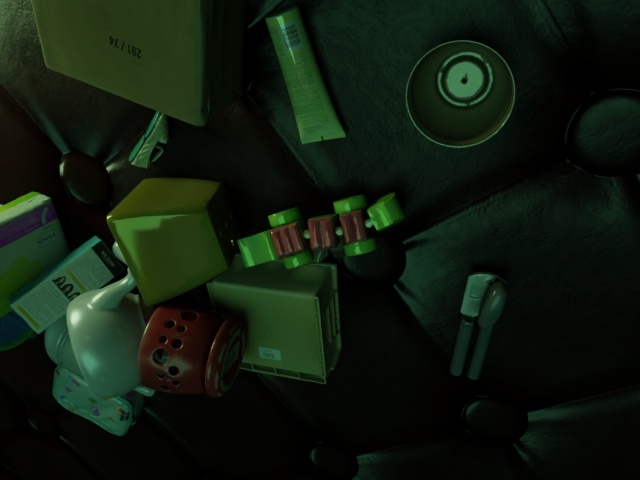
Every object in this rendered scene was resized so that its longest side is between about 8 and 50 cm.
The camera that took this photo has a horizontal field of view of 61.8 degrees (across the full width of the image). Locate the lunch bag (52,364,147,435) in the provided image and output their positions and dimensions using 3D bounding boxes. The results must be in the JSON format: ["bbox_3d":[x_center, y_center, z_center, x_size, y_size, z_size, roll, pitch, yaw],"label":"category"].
[{"bbox_3d":[-0.665,0.466,1.617,0.279,0.108,0.224,31,125,1],"label":"lunch bag"}]

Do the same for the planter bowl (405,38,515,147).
[{"bbox_3d":[0.225,-0.243,0.849,0.161,0.109,0.162,10,122,16],"label":"planter bowl"}]

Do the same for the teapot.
[{"bbox_3d":[-0.424,0.213,1.179,0.256,0.186,0.253,134,117,-73],"label":"teapot"}]

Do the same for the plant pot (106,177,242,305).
[{"bbox_3d":[-0.285,-0.018,1.132,0.187,0.212,0.212,-11,116,11],"label":"plant pot"}]

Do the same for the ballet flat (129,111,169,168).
[{"bbox_3d":[-0.349,-0.214,1.129,0.052,0.057,0.168,24,135,-29],"label":"ballet flat"}]

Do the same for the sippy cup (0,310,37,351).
[{"bbox_3d":[-0.936,0.171,1.484,0.223,0.240,0.306,8,114,30],"label":"sippy cup"}]

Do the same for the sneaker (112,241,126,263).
[{"bbox_3d":[-0.421,0.065,1.290,0.212,0.094,0.080,25,127,6],"label":"sneaker"}]

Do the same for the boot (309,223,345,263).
[{"bbox_3d":[0.000,0.000,1.128,0.118,0.042,0.087,-12,108,25],"label":"boot"}]

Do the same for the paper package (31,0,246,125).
[{"bbox_3d":[-0.295,-0.397,0.888,0.324,0.168,0.310,22,137,7],"label":"paper package"}]

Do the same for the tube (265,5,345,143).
[{"bbox_3d":[-0.031,-0.287,0.956,0.070,0.062,0.240,34,150,56],"label":"tube"}]

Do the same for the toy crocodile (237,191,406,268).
[{"bbox_3d":[-0.002,-0.015,1.039,0.340,0.105,0.115,-12,95,12],"label":"toy crocodile"}]

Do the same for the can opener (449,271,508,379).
[{"bbox_3d":[0.315,0.182,1.090,0.074,0.093,0.281,12,128,13],"label":"can opener"}]

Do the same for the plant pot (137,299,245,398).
[{"bbox_3d":[-0.262,0.236,1.128,0.173,0.191,0.191,13,123,10],"label":"plant pot"}]

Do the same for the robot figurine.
[{"bbox_3d":[-0.562,0.270,1.402,0.353,0.200,0.300,26,139,5],"label":"robot figurine"}]

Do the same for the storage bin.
[{"bbox_3d":[-0.096,0.179,1.220,0.262,0.123,0.261,6,122,17],"label":"storage bin"}]

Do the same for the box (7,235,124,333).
[{"bbox_3d":[-0.611,0.103,1.293,0.060,0.244,0.101,20,144,50],"label":"box"}]

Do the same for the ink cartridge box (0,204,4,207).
[{"bbox_3d":[-0.858,-0.013,1.387,0.176,0.128,0.128,11,123,14],"label":"ink cartridge box"}]

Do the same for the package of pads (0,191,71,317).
[{"bbox_3d":[-0.751,0.048,1.281,0.101,0.296,0.229,13,126,27],"label":"package of pads"}]
